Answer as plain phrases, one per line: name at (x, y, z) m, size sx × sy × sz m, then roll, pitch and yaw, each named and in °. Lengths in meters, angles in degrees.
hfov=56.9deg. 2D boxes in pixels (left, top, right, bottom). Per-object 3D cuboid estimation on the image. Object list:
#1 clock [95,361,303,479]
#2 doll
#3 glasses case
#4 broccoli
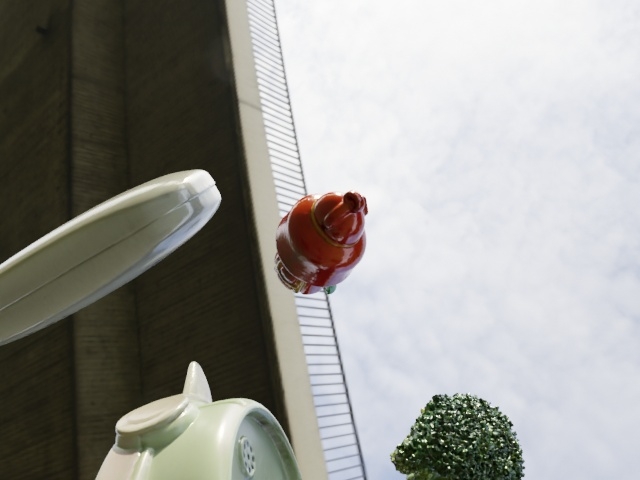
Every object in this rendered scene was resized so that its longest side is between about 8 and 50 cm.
clock at (-0.080, 0.255, 0.482) m, size 0.109 × 0.265 × 0.324 m, roll -18°, pitch -144°, yaw 9°
doll at (0.001, 0.000, 1.198) m, size 0.182 × 0.160 × 0.363 m, roll 53°, pitch -35°, yaw 10°
glasses case at (-0.148, 0.014, 0.366) m, size 0.197 × 0.076 × 0.049 m, roll -28°, pitch -78°, yaw 14°
broccoli at (0.199, 0.346, 0.918) m, size 0.194 × 0.220 × 0.194 m, roll -41°, pitch -138°, yaw 50°
